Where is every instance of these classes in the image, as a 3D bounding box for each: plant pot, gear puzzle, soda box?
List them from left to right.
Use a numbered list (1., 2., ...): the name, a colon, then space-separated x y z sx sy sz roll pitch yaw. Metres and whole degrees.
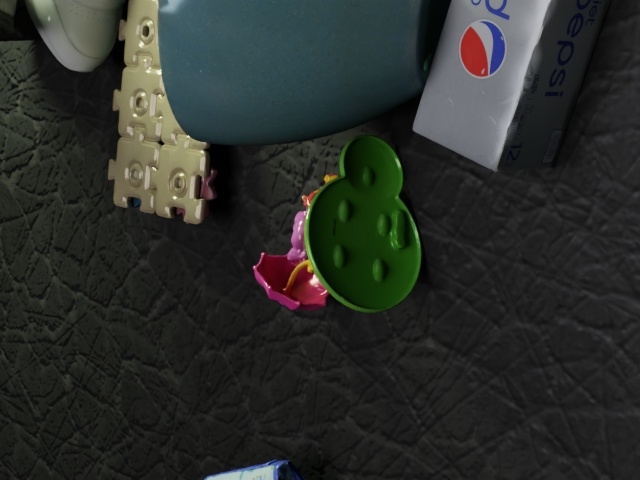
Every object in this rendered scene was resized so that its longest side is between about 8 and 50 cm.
1. gear puzzle: -0.155 -0.192 1.460 0.175 0.044 0.339 12 99 45
2. plant pot: 0.010 -0.211 1.159 0.195 0.290 0.290 12 103 16
3. soda box: 0.175 -0.205 1.095 0.098 0.091 0.286 31 115 37

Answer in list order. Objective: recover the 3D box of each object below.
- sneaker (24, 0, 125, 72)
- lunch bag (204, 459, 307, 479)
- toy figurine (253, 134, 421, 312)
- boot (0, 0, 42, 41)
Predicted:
1. sneaker: -0.246 -0.336 1.478 0.152 0.114 0.305 16 105 44
2. lunch bag: -0.054 0.302 1.363 0.129 0.096 0.151 -21 89 44
3. toy figurine: 0.000 0.000 1.287 0.159 0.130 0.173 -23 56 53
4. boot: -0.393 -0.338 1.506 0.338 0.118 0.222 -112 20 -82
